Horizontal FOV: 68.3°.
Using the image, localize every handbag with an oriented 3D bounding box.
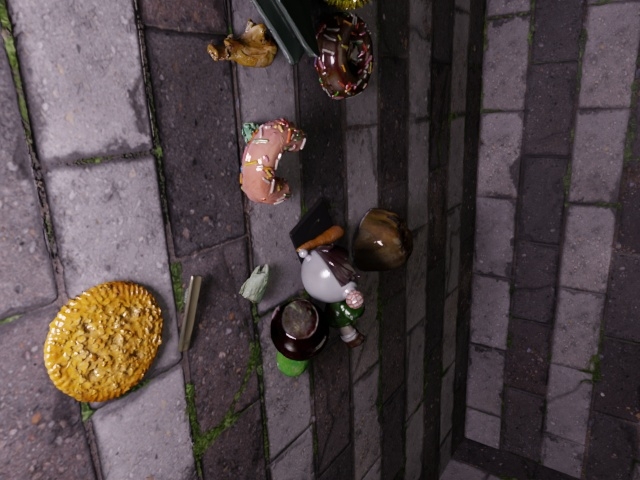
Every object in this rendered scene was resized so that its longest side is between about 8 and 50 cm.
[{"bbox_3d":[-0.090,-0.598,1.157,0.247,0.079,0.260,47,34,-52],"label":"handbag"}]

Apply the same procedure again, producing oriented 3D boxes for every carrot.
[{"bbox_3d":[0.000,0.000,1.503,0.216,0.048,0.048,-26,119,-42],"label":"carrot"}]

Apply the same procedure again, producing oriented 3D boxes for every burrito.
[{"bbox_3d":[-0.172,0.116,1.299,0.074,0.044,0.118,49,61,-44],"label":"burrito"}]

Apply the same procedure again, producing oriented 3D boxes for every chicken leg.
[{"bbox_3d":[-0.180,-0.463,1.119,0.207,0.085,0.101,-28,145,-47],"label":"chicken leg"}]

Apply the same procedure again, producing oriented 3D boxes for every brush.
[{"bbox_3d":[-0.315,0.171,1.120,0.034,0.027,0.190,0,104,-52],"label":"brush"}]

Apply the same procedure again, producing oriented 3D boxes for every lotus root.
[{"bbox_3d":[0.256,0.005,1.794,0.272,0.192,0.272,-1,91,-53],"label":"lotus root"}]

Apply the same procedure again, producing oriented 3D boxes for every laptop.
[{"bbox_3d":[-0.024,-0.031,1.506,0.197,0.016,0.135,-53,135,-36],"label":"laptop"}]

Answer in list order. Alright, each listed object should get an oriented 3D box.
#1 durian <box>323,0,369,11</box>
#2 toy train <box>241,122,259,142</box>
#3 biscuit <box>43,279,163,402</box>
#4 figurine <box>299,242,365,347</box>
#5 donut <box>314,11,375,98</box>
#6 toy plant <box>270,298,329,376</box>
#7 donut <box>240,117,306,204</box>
[{"bbox_3d":[0.059,-0.761,1.274,0.224,0.291,0.291,-20,119,-14],"label":"durian"},{"bbox_3d":[-0.171,-0.270,1.221,0.053,0.033,0.083,-57,140,-38],"label":"toy train"},{"bbox_3d":[-0.423,0.204,0.955,0.254,0.035,0.254,-19,113,-53],"label":"biscuit"},{"bbox_3d":[0.047,0.164,1.470,0.167,0.281,0.370,-25,115,-12],"label":"figurine"},{"bbox_3d":[0.080,-0.572,1.463,0.269,0.103,0.270,-18,112,-55],"label":"donut"},{"bbox_3d":[-0.063,0.281,1.399,0.235,0.175,0.218,91,18,-60],"label":"toy plant"},{"bbox_3d":[-0.120,-0.199,1.227,0.199,0.085,0.233,-13,123,-58],"label":"donut"}]
